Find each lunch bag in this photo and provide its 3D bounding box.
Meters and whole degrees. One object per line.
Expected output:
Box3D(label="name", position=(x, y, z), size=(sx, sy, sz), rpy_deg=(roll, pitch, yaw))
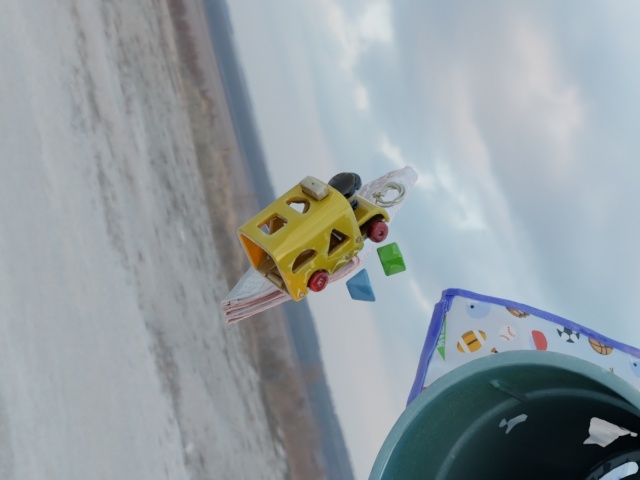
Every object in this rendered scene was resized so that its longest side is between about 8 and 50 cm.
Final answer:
Box3D(label="lunch bag", position=(0.348, 0.294, 1.545), size=(0.239, 0.386, 0.327), rpy_deg=(135, -25, -67))

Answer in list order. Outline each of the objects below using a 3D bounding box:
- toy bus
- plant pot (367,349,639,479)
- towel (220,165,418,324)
Box3D(label="toy bus", position=(0.000, -0.026, 1.030), size=(0.202, 0.191, 0.104), rpy_deg=(-84, 160, -45))
Box3D(label="plant pot", position=(0.273, 0.306, 0.836), size=(0.334, 0.341, 0.341), rpy_deg=(23, 40, -44))
Box3D(label="towel", position=(0.000, 0.000, 1.533), size=(0.053, 0.317, 0.332), rpy_deg=(56, 35, -15))
